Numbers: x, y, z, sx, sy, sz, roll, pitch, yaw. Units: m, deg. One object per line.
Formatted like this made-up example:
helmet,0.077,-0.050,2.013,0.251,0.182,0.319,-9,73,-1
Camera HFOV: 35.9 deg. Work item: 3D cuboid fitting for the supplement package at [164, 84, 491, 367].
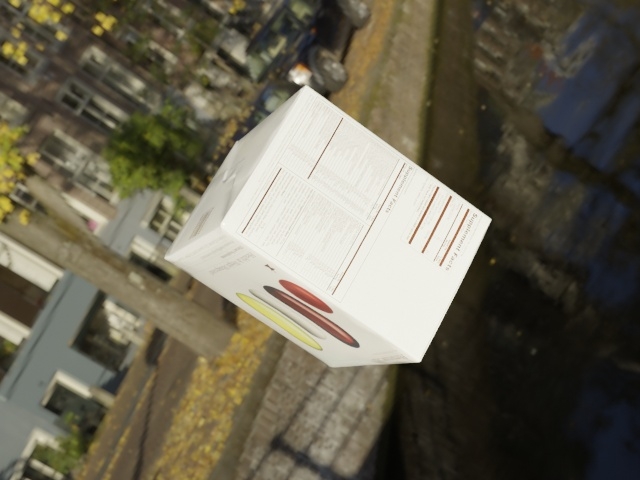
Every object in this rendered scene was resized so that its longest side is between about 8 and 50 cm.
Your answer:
supplement package,0.000,0.000,0.893,0.149,0.203,0.194,-60,14,-19
